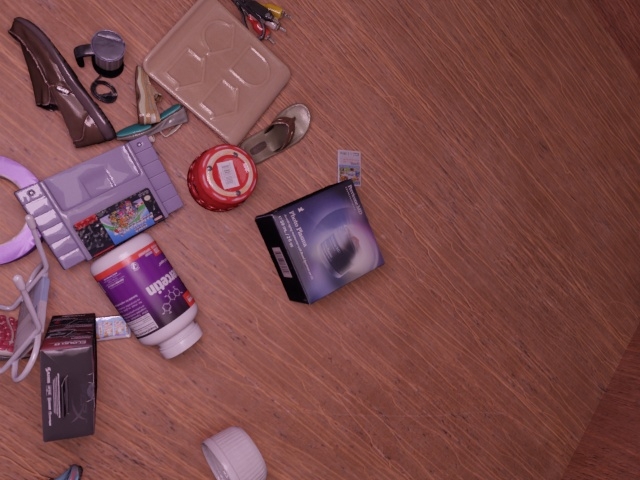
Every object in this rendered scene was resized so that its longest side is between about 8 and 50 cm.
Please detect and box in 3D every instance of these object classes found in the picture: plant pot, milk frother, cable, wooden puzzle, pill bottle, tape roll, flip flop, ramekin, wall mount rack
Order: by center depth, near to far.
[{"bbox_3d":[-0.691,0.130,1.109,0.304,0.350,0.130,-45,133,17],"label":"wall mount rack"},{"bbox_3d":[-0.830,-0.074,1.212,0.274,0.090,0.275,1,88,-23],"label":"tape roll"},{"bbox_3d":[-0.576,-0.464,1.309,0.129,0.134,0.143,-34,102,-20],"label":"milk frother"},{"bbox_3d":[-0.458,0.154,1.317,0.181,0.181,0.323,-35,102,-21],"label":"pill bottle"},{"bbox_3d":[-0.242,0.637,1.390,0.109,0.207,0.207,-28,99,-31],"label":"ramekin"},{"bbox_3d":[-0.279,-0.184,1.412,0.191,0.174,0.191,1,88,-26],"label":"plant pot"},{"bbox_3d":[-0.304,-0.506,1.463,0.348,0.080,0.322,41,72,-22],"label":"wooden puzzle"},{"bbox_3d":[-0.240,-0.734,1.524,0.287,0.072,0.139,34,92,-7],"label":"cable"},{"bbox_3d":[-0.134,-0.336,1.528,0.277,0.080,0.112,-37,103,-20],"label":"flip flop"}]

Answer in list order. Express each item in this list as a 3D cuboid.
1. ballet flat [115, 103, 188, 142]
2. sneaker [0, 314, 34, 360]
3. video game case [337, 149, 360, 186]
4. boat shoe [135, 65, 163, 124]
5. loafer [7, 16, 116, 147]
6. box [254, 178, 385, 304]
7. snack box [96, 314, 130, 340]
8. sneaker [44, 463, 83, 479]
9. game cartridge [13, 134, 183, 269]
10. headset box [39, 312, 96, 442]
[{"bbox_3d":[-0.474,-0.318,1.389,0.213,0.072,0.068,-33,131,-18],"label":"ballet flat"},{"bbox_3d":[-0.861,0.251,1.187,0.299,0.121,0.112,14,119,-32],"label":"sneaker"},{"bbox_3d":[0.098,-0.248,1.665,0.087,0.011,0.122,1,88,-24],"label":"video game case"},{"bbox_3d":[-0.482,-0.408,1.368,0.072,0.068,0.190,-5,72,-20],"label":"boat shoe"},{"bbox_3d":[-0.692,-0.398,1.256,0.130,0.134,0.366,-36,99,-11],"label":"loafer"},{"bbox_3d":[0.000,0.000,1.524,0.294,0.182,0.296,-27,99,-23],"label":"box"},{"bbox_3d":[-0.617,0.243,1.331,0.178,0.022,0.064,-3,90,-24],"label":"snack box"},{"bbox_3d":[-0.731,0.665,1.225,0.262,0.104,0.125,-44,103,-19],"label":"sneaker"},{"bbox_3d":[-0.563,-0.104,1.278,0.355,0.068,0.230,-35,107,-29],"label":"game cartridge"},{"bbox_3d":[-0.602,0.322,1.172,0.110,0.293,0.218,-1,100,-24],"label":"headset box"}]
